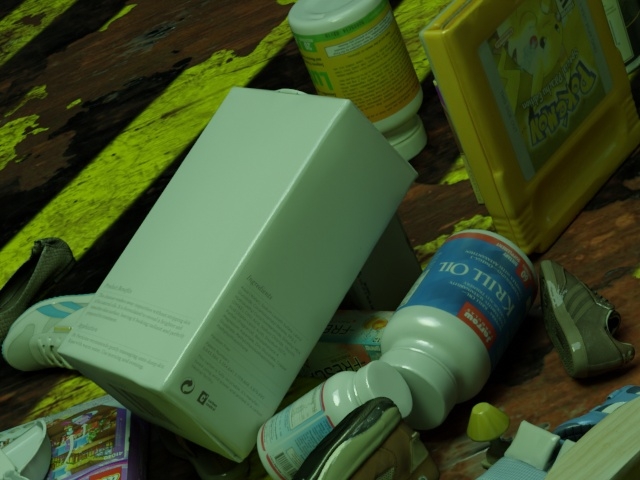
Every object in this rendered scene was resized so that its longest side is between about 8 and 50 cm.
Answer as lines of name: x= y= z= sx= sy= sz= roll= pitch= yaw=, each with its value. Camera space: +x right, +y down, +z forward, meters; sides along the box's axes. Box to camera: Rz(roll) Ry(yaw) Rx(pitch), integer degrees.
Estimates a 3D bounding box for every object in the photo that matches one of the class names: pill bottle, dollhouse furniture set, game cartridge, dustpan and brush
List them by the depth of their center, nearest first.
dollhouse furniture set: x=0.153 y=0.247 z=1.414 sx=0.286 sy=0.198 sz=0.303 roll=-38 pitch=31 yaw=-25
pill bottle: x=0.016 y=0.189 z=1.667 sx=0.160 sy=0.087 sz=0.087 roll=-36 pitch=20 yaw=33
pill bottle: x=0.140 y=0.098 z=1.747 sx=0.124 sy=0.124 sz=0.221 roll=-1 pitch=37 yaw=35
dustpan and brush: x=-0.343 y=0.258 z=1.775 sx=0.147 sy=0.060 sz=0.211 roll=-34 pitch=31 yaw=-18
game cartridge: x=0.262 y=-0.180 z=1.916 sx=0.052 sy=0.324 sz=0.285 roll=4 pitch=40 yaw=45
pill bottle: x=0.060 y=-0.225 z=2.217 sx=0.136 sy=0.246 sz=0.136 roll=-18 pitch=29 yaw=10

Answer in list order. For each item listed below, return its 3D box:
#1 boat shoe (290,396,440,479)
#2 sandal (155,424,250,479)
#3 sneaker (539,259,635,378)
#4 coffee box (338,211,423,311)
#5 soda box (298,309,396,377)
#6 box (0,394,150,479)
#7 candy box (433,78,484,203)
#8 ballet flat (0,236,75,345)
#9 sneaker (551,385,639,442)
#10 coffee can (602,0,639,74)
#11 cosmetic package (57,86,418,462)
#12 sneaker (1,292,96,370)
boat shoe: x=-0.010 y=0.293 z=1.518 sx=0.324 sy=0.120 sz=0.122 roll=-46 pitch=2 yaw=-15
sandal: x=-0.134 y=0.220 z=1.819 sx=0.072 sy=0.049 sz=0.180 roll=-31 pitch=30 yaw=-14
sneaker: x=0.284 y=0.085 z=1.747 sx=0.071 sy=0.066 sz=0.188 roll=-6 pitch=35 yaw=-3
coffee box: x=0.000 y=0.000 z=1.995 sx=0.098 sy=0.141 sz=0.246 roll=-38 pitch=33 yaw=-23
soda box: x=0.018 y=0.119 z=1.868 sx=0.183 sy=0.058 sz=0.063 roll=0 pitch=36 yaw=37
box: x=-0.340 y=0.288 z=1.846 sx=0.293 sy=0.057 sz=0.201 roll=-19 pitch=29 yaw=7
candy box: x=0.223 y=-0.135 z=2.009 sx=0.109 sy=0.187 sz=0.053 roll=1 pitch=38 yaw=37
ballet flat: x=-0.430 y=0.075 z=2.267 sx=0.084 sy=0.058 sz=0.250 roll=-1 pitch=36 yaw=36
sneaker: x=0.293 y=0.177 z=1.581 sx=0.144 sy=0.053 sz=0.059 roll=-14 pitch=30 yaw=0
coffee can: x=0.325 y=-0.365 z=2.227 sx=0.201 sy=0.275 sz=0.201 roll=-17 pitch=30 yaw=10
cosmetic package: x=-0.089 y=0.024 z=1.795 sx=0.217 sy=0.156 sz=0.385 roll=15 pitch=65 yaw=49
sneaker: x=-0.310 y=0.125 z=2.070 sx=0.228 sy=0.087 sz=0.092 roll=-16 pitch=32 yaw=17
